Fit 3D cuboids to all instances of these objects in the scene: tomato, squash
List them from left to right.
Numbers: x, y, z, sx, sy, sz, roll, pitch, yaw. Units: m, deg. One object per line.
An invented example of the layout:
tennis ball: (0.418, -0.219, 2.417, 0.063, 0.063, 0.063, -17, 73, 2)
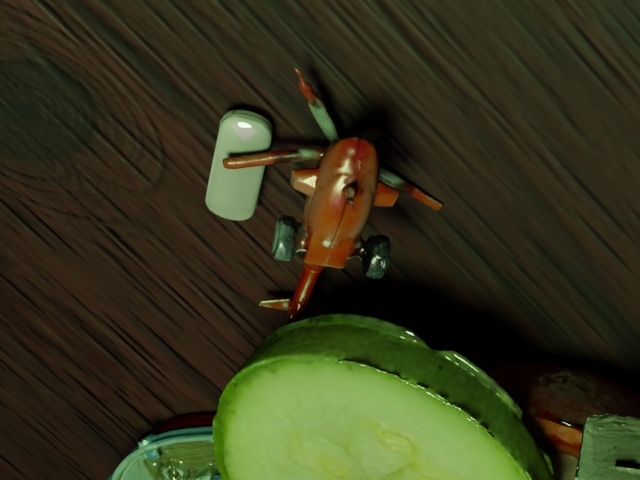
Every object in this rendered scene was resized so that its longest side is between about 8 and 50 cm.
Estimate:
squash: (0.036, 0.145, 1.123, 0.219, 0.041, 0.219, 15, 130, 19)
tomato: (0.153, 0.160, 1.163, 0.228, 0.101, 0.228, 13, 129, 17)

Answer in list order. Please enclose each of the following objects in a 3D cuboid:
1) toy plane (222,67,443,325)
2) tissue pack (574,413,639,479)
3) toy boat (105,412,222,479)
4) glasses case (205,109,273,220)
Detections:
toy plane: (-0.008, -0.002, 1.084, 0.126, 0.077, 0.194, 24, 138, -22)
tissue pack: (0.186, 0.189, 1.040, 0.103, 0.090, 0.170, 12, 130, 16)
toy boat: (-0.072, 0.157, 1.274, 0.173, 0.058, 0.069, -5, 129, 26)
glasses case: (-0.048, -0.044, 1.098, 0.032, 0.021, 0.083, 15, 136, 2)
